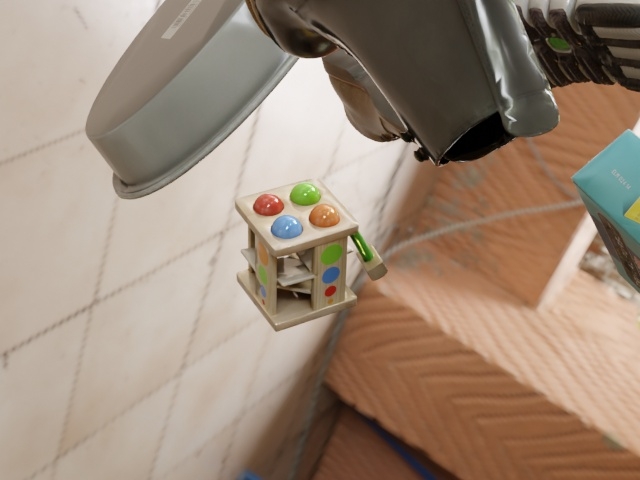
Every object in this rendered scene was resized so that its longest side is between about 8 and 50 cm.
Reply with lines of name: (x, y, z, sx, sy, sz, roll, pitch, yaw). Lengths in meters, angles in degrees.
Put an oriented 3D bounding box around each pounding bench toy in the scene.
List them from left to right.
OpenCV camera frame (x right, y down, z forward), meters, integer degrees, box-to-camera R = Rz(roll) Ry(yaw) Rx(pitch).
pounding bench toy: (0.000, 0.000, 0.633, 0.083, 0.052, 0.065, -17, 131, -23)

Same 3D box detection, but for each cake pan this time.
cake pan: (-0.085, -0.163, 0.894, 0.293, 0.054, 0.293, -40, -155, 23)

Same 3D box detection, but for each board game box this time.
board game box: (0.405, 0.071, 1.087, 0.079, 0.336, 0.254, -41, 147, 3)

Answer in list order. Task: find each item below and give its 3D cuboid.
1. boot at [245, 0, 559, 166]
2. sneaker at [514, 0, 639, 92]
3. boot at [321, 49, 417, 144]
boot: (0.025, -0.079, 0.478, 0.077, 0.137, 0.198, -17, 173, -13)
sneaker: (0.191, -0.191, 0.775, 0.162, 0.281, 0.106, -50, 125, -10)
boot: (0.109, -0.179, 1.541, 0.112, 0.305, 0.115, -26, 127, -16)
